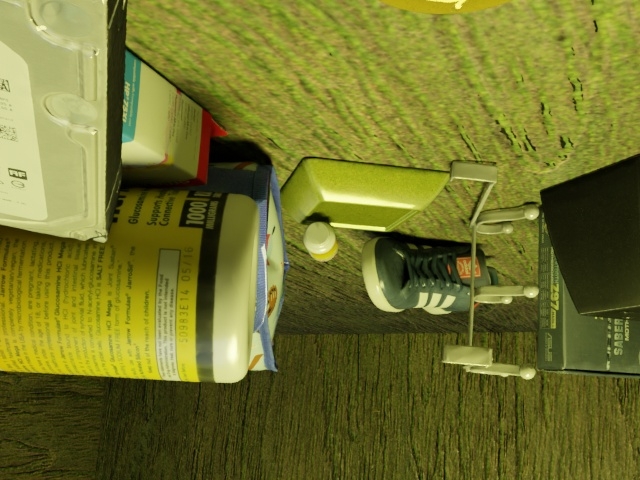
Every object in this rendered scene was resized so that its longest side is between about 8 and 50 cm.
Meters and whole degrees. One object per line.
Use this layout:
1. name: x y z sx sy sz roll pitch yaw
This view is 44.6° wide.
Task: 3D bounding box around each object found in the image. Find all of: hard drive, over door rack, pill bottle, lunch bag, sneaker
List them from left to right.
1. hard drive: -0.253 -0.110 0.524 0.236 0.064 0.339 12 152 -11
2. pill bottle: -0.232 0.037 0.766 0.333 0.188 0.188 4 168 -3
3. lunch bag: -0.212 0.026 1.012 0.327 0.239 0.385 2 152 0
4. pill bottle: 0.000 0.000 1.045 0.043 0.044 0.083 1 168 5
5. sneaker: 0.198 0.053 1.323 0.148 0.131 0.350 -14 167 30
6. over door rack: 0.232 0.057 1.028 0.108 0.240 0.324 1 168 16

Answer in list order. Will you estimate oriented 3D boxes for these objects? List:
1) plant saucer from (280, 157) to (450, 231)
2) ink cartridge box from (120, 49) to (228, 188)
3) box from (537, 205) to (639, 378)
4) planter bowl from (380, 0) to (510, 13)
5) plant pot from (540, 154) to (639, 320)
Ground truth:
1. plant saucer: 0.049 -0.051 1.018 0.188 0.045 0.188 5 167 -13
2. ink cartridge box: -0.194 -0.102 0.743 0.134 0.078 0.231 -2 167 19
3. box: 0.390 0.072 1.086 0.183 0.233 0.059 8 169 -23
4. planter bowl: 0.061 -0.170 0.367 0.217 0.091 0.217 3 168 1
5. plant pot: 0.402 0.010 0.961 0.187 0.167 0.188 8 168 -22
